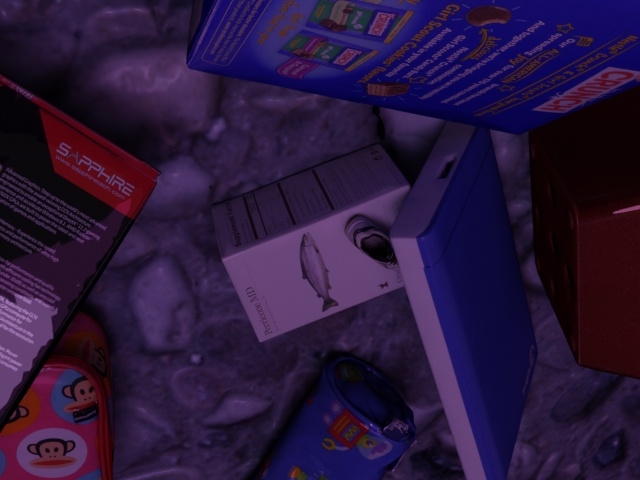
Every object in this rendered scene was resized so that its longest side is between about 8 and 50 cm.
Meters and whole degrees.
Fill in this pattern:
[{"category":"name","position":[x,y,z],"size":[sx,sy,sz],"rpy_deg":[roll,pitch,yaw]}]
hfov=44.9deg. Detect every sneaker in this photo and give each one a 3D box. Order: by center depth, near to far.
[{"category":"sneaker","position":[0.057,0.011,0.675],"size":[0.083,0.037,0.032],"rpy_deg":[27,106,-28]}]

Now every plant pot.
[{"category":"plant pot","position":[0.339,-0.016,0.745],"size":[0.235,0.267,0.267],"rpy_deg":[-9,121,6]}]

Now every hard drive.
[{"category":"hard drive","position":[0.155,0.062,0.766],"size":[0.040,0.210,0.319],"rpy_deg":[-1,127,29]}]

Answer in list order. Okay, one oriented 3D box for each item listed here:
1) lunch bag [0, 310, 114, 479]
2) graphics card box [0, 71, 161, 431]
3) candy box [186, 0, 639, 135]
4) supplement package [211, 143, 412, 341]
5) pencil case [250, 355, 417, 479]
[{"category":"lunch bag","position":[-0.350,0.193,0.754],"size":[0.292,0.120,0.258],"rpy_deg":[-2,123,-12]},{"category":"graphics card box","position":[-0.318,0.043,0.595],"size":[0.232,0.094,0.371],"rpy_deg":[32,86,-14]},{"category":"candy box","position":[0.086,-0.185,0.556],"size":[0.316,0.268,0.122],"rpy_deg":[10,80,-19]},{"category":"supplement package","position":[0.000,0.000,0.738],"size":[0.179,0.105,0.105],"rpy_deg":[-22,122,-2]},{"category":"pencil case","position":[-0.006,0.278,0.882],"size":[0.133,0.119,0.306],"rpy_deg":[31,110,-3]}]
